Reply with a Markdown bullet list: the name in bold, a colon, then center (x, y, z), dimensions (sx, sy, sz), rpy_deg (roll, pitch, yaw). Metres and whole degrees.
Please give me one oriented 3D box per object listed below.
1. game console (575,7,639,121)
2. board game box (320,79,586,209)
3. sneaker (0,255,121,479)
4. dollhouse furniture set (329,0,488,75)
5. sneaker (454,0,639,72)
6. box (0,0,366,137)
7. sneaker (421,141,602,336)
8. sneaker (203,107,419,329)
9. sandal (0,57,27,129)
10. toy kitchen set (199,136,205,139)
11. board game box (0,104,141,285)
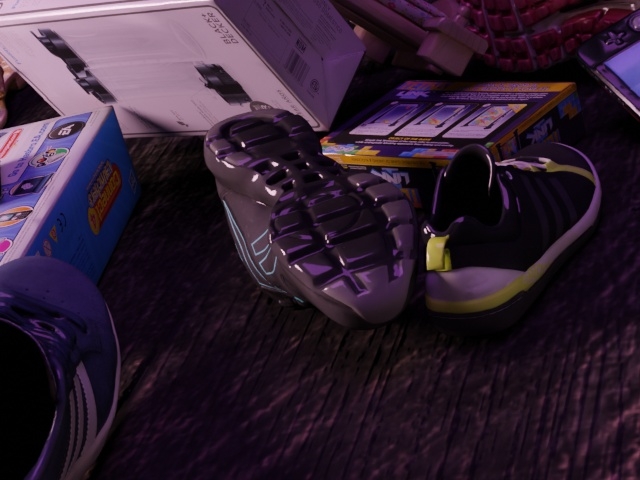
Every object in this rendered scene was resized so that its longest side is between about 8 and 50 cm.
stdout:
- **game console**: center (0.270, -0.152, 1.302), dimensions (0.124, 0.085, 0.144), rpy_deg (-31, 50, -9)
- **board game box**: center (0.096, -0.075, 1.373), dimensions (0.170, 0.048, 0.141), rpy_deg (6, 31, 42)
- **sneaker**: center (-0.188, 0.083, 1.057), dimensions (0.131, 0.148, 0.350), rpy_deg (15, 32, -3)
- **dollhouse furniture set**: center (-0.007, -0.294, 1.520), dimensions (0.174, 0.303, 0.355), rpy_deg (-61, 16, 1)
- **sneaker**: center (0.232, -0.199, 1.486), dimensions (0.299, 0.121, 0.112), rpy_deg (15, 25, 39)
- **box**: center (-0.129, -0.167, 1.452), dimensions (0.290, 0.169, 0.087), rpy_deg (0, 56, 41)
- **sneaker**: center (0.128, -0.028, 1.185), dimensions (0.084, 0.097, 0.234), rpy_deg (-5, 27, 26)
- **sneaker**: center (0.000, 0.000, 1.216), dimensions (0.101, 0.106, 0.267), rpy_deg (-16, 31, -14)
- **sandal**: center (-0.365, -0.165, 1.836), dimensions (0.088, 0.079, 0.240), rpy_deg (-11, 25, 13)
- **toy kitchen set**: center (-0.151, -0.174, 1.659), dimensions (0.207, 0.122, 0.166), rpy_deg (-5, 27, 27)
- **board game box**: center (-0.324, 0.018, 1.406), dimensions (0.302, 0.086, 0.308), rpy_deg (-11, 24, 14)
